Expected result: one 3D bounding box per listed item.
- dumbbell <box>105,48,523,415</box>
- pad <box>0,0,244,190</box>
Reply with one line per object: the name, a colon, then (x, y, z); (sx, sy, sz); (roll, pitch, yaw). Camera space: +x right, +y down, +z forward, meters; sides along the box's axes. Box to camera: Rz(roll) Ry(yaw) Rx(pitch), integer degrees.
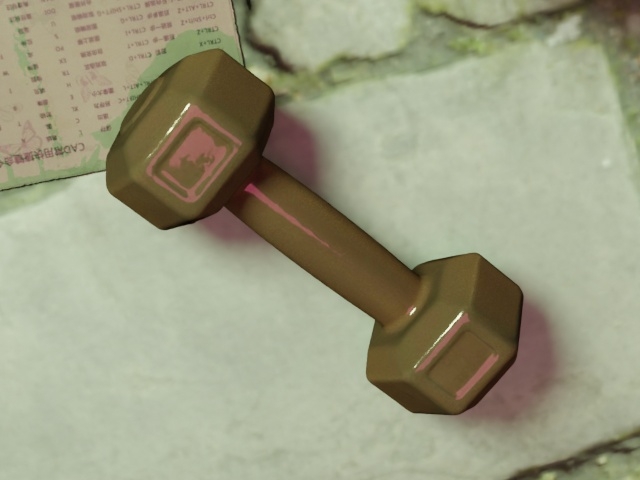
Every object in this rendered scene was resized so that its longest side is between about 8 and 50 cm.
dumbbell: (0.000, 0.000, 0.633); (0.231, 0.082, 0.092); (38, 98, -17)
pad: (-0.174, -0.099, 0.623); (0.265, 0.009, 0.159); (-12, 108, -3)
